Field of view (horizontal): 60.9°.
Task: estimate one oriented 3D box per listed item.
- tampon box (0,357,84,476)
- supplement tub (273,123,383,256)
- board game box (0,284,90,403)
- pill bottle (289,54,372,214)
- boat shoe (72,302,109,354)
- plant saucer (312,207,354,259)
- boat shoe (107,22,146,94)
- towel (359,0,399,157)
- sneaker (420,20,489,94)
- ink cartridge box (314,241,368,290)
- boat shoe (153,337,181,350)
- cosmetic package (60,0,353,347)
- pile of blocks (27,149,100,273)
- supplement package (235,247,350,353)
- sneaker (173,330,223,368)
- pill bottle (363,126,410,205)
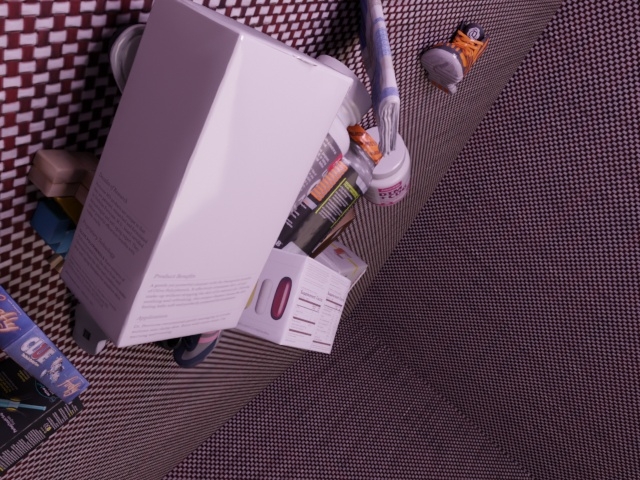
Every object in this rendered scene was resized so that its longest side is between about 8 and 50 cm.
[{"bbox_3d":[-0.496,0.273,0.886,0.161,0.120,0.101,-40,162,-32],"label":"tampon box"},{"bbox_3d":[-0.024,-0.110,1.157,0.316,0.193,0.193,-48,165,-2],"label":"supplement tub"},{"bbox_3d":[-0.392,0.112,0.701,0.042,0.165,0.243,-42,164,-26],"label":"board game box"},{"bbox_3d":[-0.062,-0.163,0.947,0.318,0.176,0.176,-48,165,-5],"label":"pill bottle"},{"bbox_3d":[-0.371,0.135,0.947,0.076,0.080,0.228,-50,-178,-39],"label":"boat shoe"},{"bbox_3d":[0.000,0.000,1.561,0.278,0.041,0.278,-42,174,-5],"label":"plant saucer"},{"bbox_3d":[-0.182,-0.182,0.724,0.114,0.091,0.302,-45,151,-4],"label":"boat shoe"},{"bbox_3d":[0.098,-0.313,0.953,0.034,0.285,0.209,-9,164,3],"label":"towel"},{"bbox_3d":[0.369,-0.519,1.472,0.180,0.125,0.321,-56,175,10],"label":"sneaker"},{"bbox_3d":[-0.017,0.151,1.894,0.279,0.160,0.385,-52,165,11],"label":"ink cartridge box"},{"bbox_3d":[-0.274,0.094,1.098,0.340,0.113,0.127,-56,163,22],"label":"boat shoe"},{"bbox_3d":[-0.139,-0.070,0.649,0.197,0.155,0.365,3,119,-54],"label":"cosmetic package"},{"bbox_3d":[-0.310,0.011,0.790,0.149,0.113,0.362,-45,164,-16],"label":"pile of blocks"},{"bbox_3d":[-0.114,0.088,0.970,0.204,0.262,0.145,34,71,-63],"label":"supplement package"},{"bbox_3d":[-0.290,0.180,1.335,0.319,0.112,0.131,-55,148,9],"label":"sneaker"},{"bbox_3d":[0.176,-0.209,1.559,0.160,0.160,0.283,-49,165,-2],"label":"pill bottle"}]
